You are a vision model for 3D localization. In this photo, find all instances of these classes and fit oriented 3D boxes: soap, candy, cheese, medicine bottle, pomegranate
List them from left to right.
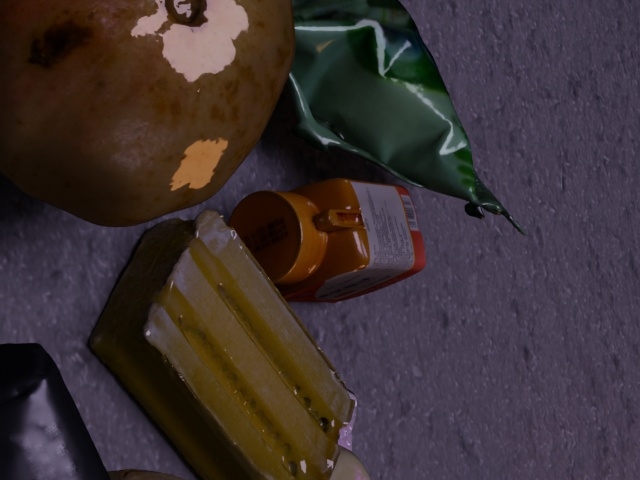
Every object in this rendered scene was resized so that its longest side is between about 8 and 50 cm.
[{"bbox_3d":[-0.192,-0.167,1.557,0.342,0.342,0.342,26,57,-50],"label":"pomegranate"},{"bbox_3d":[-0.094,0.140,1.763,0.315,0.091,0.199,53,39,-30],"label":"soap"},{"bbox_3d":[0.000,0.001,1.896,0.222,0.149,0.112,3,69,-56],"label":"medicine bottle"},{"bbox_3d":[0.015,0.267,1.902,0.137,0.064,0.227,43,47,-45],"label":"cheese"},{"bbox_3d":[0.096,-0.161,2.008,0.398,0.172,0.263,42,18,-11],"label":"candy"}]

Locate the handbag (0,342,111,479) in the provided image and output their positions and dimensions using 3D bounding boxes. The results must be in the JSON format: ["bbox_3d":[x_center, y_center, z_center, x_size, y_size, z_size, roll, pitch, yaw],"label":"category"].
[{"bbox_3d":[-0.271,0.262,1.274,0.302,0.275,0.178,68,-10,-14],"label":"handbag"}]

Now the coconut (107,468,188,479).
[{"bbox_3d":[-0.139,0.321,1.510,0.237,0.237,0.197,56,43,-28],"label":"coconut"}]
